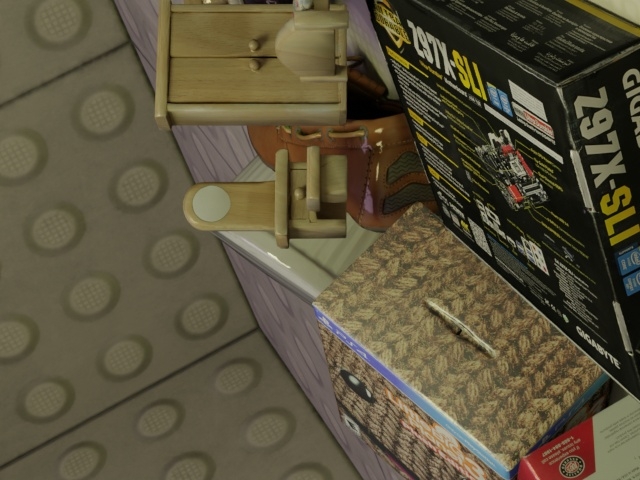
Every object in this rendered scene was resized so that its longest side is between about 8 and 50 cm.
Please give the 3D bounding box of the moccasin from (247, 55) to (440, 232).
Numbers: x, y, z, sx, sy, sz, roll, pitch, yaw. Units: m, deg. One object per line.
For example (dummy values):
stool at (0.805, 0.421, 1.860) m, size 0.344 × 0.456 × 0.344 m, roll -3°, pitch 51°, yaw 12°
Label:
moccasin at (0.008, -0.126, 1.435) m, size 0.380 × 0.139 × 0.147 m, roll -130°, pitch 28°, yaw -66°

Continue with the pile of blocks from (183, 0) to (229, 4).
pile of blocks at (-0.149, -0.399, 1.519) m, size 0.362 × 0.149 × 0.112 m, roll 56°, pitch -170°, yaw 6°

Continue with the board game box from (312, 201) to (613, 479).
board game box at (0.135, 0.143, 1.319) m, size 0.232 × 0.141 × 0.291 m, roll 39°, pitch 162°, yaw 24°

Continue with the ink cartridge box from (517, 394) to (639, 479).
ink cartridge box at (0.257, 0.231, 1.116) m, size 0.176 × 0.128 × 0.127 m, roll 58°, pitch 171°, yaw 24°

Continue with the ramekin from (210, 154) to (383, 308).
ramekin at (0.000, 0.000, 1.627) m, size 0.273 × 0.127 × 0.273 m, roll 35°, pitch 175°, yaw 4°

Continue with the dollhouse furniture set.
dollhouse furniture set at (-0.063, -0.178, 1.120) m, size 0.355 × 0.174 × 0.303 m, roll 86°, pitch -176°, yaw -77°

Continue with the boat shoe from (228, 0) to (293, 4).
boat shoe at (-0.037, -0.281, 1.340) m, size 0.092 × 0.103 × 0.285 m, roll 20°, pitch 150°, yaw 26°

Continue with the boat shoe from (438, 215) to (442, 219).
boat shoe at (0.103, 0.009, 1.497) m, size 0.190 × 0.072 × 0.068 m, roll 61°, pitch 171°, yaw 4°

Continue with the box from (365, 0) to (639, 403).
box at (0.150, -0.065, 1.000) m, size 0.322 × 0.079 × 0.257 m, roll 48°, pitch 161°, yaw 58°
